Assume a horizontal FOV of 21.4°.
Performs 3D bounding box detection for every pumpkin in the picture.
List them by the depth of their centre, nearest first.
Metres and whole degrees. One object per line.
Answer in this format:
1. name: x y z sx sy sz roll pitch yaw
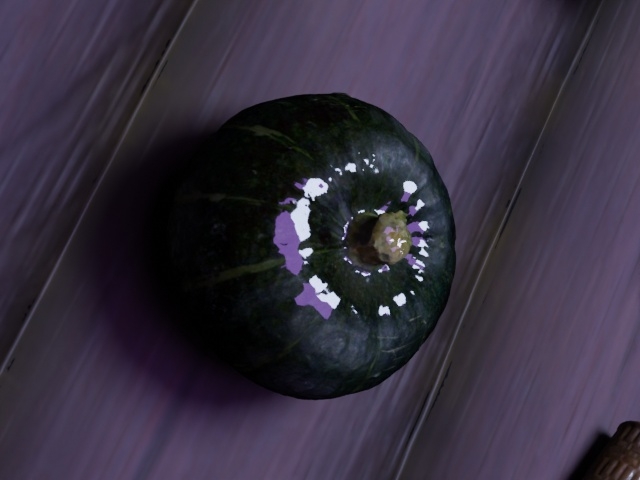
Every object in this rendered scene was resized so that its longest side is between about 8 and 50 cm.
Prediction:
1. pumpkin: -0.002 0.000 0.917 0.167 0.125 0.167 6 70 -16

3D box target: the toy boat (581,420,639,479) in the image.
1. toy boat: 0.208 0.165 1.075 0.088 0.068 0.226 46 65 -14
